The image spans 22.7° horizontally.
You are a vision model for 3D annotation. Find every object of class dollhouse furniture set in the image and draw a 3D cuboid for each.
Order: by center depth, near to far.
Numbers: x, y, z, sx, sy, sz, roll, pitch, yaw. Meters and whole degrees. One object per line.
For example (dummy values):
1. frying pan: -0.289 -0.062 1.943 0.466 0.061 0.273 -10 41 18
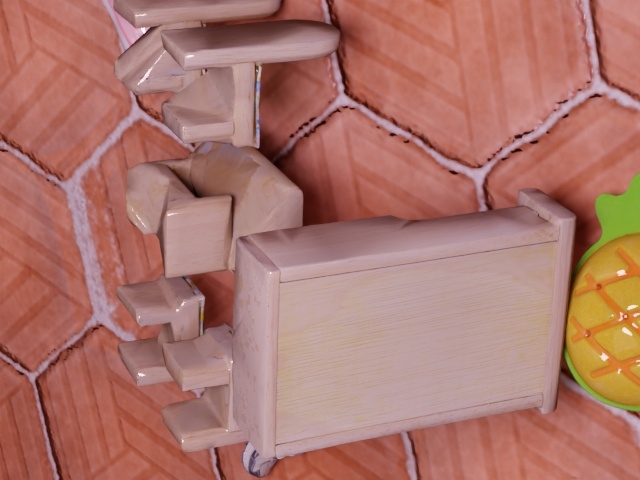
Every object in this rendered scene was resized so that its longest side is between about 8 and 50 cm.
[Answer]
1. dollhouse furniture set: 0.000 0.000 1.353 0.394 0.257 0.362 -136 44 -57

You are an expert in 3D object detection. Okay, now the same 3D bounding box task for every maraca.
1. maraca: 0.254 0.041 1.247 0.127 0.099 0.185 12 91 20

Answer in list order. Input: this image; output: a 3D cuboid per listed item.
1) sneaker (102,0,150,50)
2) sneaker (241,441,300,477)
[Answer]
1. sneaker: -0.155 -0.211 1.480 0.070 0.051 0.134 -41 78 45
2. sneaker: -0.032 0.192 1.553 0.058 0.052 0.135 38 127 14
